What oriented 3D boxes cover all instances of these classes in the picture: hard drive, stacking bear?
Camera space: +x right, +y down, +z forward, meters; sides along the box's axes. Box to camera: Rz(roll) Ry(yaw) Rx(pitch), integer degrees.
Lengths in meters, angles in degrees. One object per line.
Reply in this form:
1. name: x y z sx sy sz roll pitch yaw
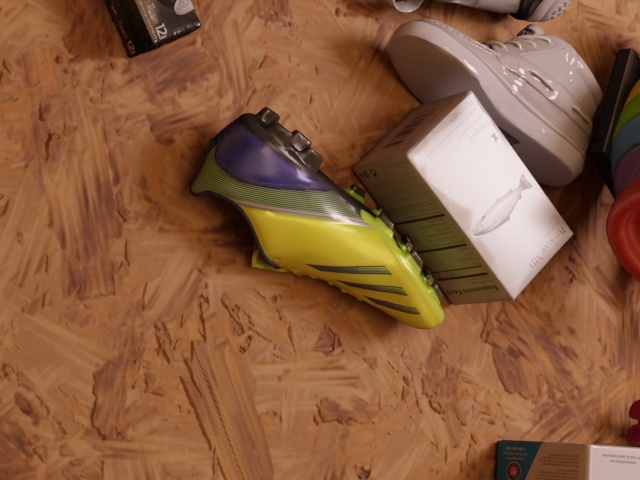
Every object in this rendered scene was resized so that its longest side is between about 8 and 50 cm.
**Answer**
1. hard drive: 0.321 -0.121 1.610 0.094 0.022 0.135 50 51 -45
2. stacking bear: 0.378 -0.114 1.540 0.164 0.175 0.289 31 51 -22

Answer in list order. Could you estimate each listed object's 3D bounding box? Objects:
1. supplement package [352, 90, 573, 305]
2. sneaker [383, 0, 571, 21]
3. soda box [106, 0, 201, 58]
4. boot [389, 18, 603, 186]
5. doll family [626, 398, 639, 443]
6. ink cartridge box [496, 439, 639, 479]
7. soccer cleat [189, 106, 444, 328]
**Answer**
1. supplement package: 0.138 -0.038 1.485 0.105 0.105 0.179 -45 106 -26
2. sneaker: 0.164 -0.381 1.460 0.210 0.137 0.366 -7 120 -25
3. soda box: -0.171 -0.253 1.362 0.053 0.060 0.169 -27 98 -29
4. boot: 0.182 -0.171 1.541 0.258 0.095 0.123 37 62 -30
5. doll family: 0.363 0.298 1.586 0.163 0.118 0.263 26 55 -18
6. ink cartridge box: 0.241 0.299 1.481 0.085 0.148 0.203 8 82 -29
7. soccer cleat: -0.001 -0.001 1.431 0.121 0.093 0.289 -45 114 7
